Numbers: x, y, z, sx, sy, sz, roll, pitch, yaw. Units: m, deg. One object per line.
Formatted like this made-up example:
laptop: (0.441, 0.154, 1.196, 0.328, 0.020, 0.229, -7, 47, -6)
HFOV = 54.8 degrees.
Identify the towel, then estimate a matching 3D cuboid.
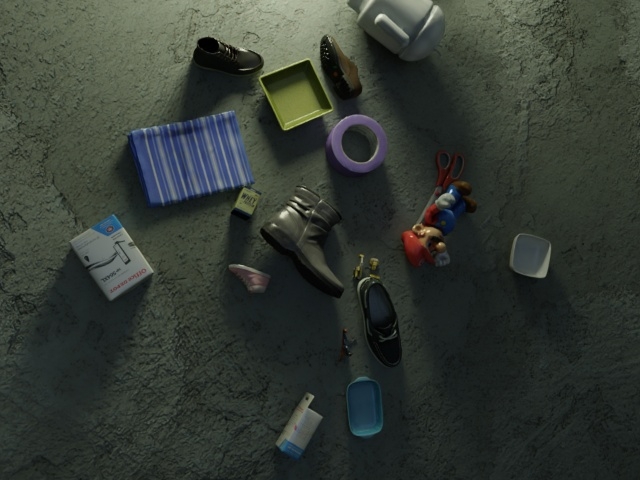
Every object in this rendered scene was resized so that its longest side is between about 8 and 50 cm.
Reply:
towel: (-0.389, -0.249, 1.872, 0.336, 0.040, 0.243, -15, 89, -16)

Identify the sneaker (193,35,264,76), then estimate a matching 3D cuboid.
sneaker: (-0.275, -0.563, 1.892, 0.222, 0.118, 0.083, -1, 84, -15)

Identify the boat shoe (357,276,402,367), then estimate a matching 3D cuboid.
boat shoe: (0.191, 0.264, 1.936, 0.114, 0.091, 0.302, -23, 97, -11)

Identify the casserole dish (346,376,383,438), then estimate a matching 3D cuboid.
casserole dish: (0.134, 0.521, 1.935, 0.114, 0.037, 0.188, -3, 86, -16)

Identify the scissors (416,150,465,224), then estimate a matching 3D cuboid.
scissors: (0.410, -0.169, 2.087, 0.109, 0.021, 0.297, 21, 78, -14)

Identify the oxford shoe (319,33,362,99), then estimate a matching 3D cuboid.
oxford shoe: (0.067, -0.567, 2.017, 0.096, 0.083, 0.227, -22, 88, -38)

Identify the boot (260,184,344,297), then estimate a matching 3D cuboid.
boot: (0.000, 0.000, 1.917, 0.338, 0.118, 0.223, 46, 70, -11)

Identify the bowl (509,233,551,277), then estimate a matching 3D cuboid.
bowl: (0.715, 0.056, 2.131, 0.142, 0.053, 0.142, 15, 81, -14)

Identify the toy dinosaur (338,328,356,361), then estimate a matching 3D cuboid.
toy dinosaur: (0.077, 0.323, 1.940, 0.090, 0.047, 0.082, -28, 74, -6)

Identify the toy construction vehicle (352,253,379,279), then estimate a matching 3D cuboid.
toy construction vehicle: (0.152, 0.100, 1.983, 0.086, 0.035, 0.098, 14, 81, -13)

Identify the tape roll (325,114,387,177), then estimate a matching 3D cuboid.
tape roll: (0.115, -0.303, 1.992, 0.189, 0.080, 0.189, 1, 85, -15)

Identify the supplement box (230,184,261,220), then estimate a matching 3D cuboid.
supplement box: (-0.227, -0.113, 1.877, 0.056, 0.083, 0.083, 26, 77, -12)

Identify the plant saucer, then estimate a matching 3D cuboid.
plant saucer: (-0.081, -0.460, 1.973, 0.188, 0.045, 0.188, -26, 91, -17)

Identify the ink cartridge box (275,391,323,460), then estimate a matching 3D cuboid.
ink cartridge box: (-0.055, 0.551, 1.844, 0.061, 0.104, 0.181, 34, 77, -10)

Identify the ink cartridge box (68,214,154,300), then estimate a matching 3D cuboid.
ink cartridge box: (-0.591, 0.052, 1.761, 0.148, 0.086, 0.203, -36, 93, -16)

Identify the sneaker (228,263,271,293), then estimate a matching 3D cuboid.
sneaker: (-0.221, 0.120, 1.872, 0.134, 0.051, 0.070, 20, 74, -16)

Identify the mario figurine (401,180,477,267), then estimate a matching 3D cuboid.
mario figurine: (0.403, -0.034, 1.998, 0.198, 0.170, 0.320, 44, 74, -9)

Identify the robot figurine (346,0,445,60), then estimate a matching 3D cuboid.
robot figurine: (0.259, -0.725, 2.012, 0.353, 0.200, 0.300, 35, 44, -8)
